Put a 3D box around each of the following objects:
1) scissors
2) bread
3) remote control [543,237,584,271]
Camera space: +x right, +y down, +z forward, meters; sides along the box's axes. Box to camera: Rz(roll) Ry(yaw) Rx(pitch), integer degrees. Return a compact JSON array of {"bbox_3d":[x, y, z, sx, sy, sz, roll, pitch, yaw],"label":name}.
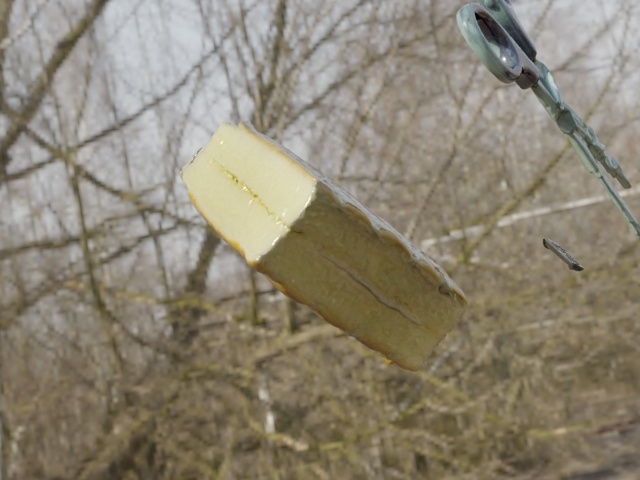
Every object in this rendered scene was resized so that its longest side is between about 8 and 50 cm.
[{"bbox_3d":[0.263,-0.156,1.378,0.029,0.383,0.256,-30,26,23],"label":"scissors"},{"bbox_3d":[0.000,0.000,1.206,0.239,0.111,0.246,36,4,-34],"label":"bread"},{"bbox_3d":[0.376,0.024,1.894,0.034,0.016,0.091,28,13,-29],"label":"remote control"}]
